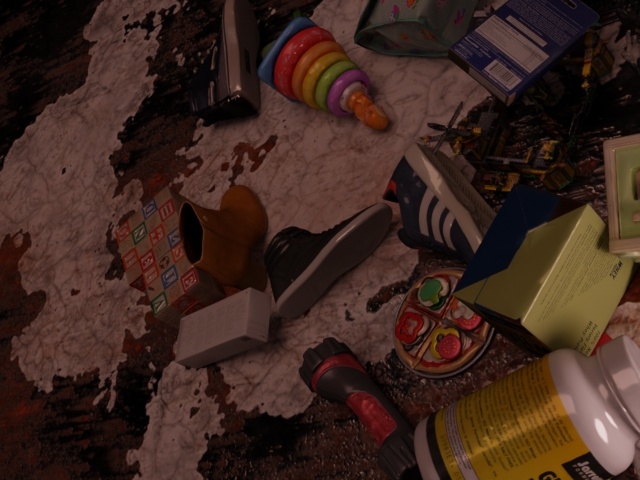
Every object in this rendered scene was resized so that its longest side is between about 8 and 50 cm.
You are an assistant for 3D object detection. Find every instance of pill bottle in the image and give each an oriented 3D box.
[{"bbox_3d":[0.315,0.271,1.349,0.334,0.188,0.188,-32,50,21],"label":"pill bottle"}]

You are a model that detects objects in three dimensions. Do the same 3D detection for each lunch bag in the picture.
[{"bbox_3d":[0.185,-0.490,1.909,0.262,0.160,0.223,12,77,54],"label":"lunch bag"}]

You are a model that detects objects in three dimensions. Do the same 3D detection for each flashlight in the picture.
[{"bbox_3d":[0.075,0.289,1.593,0.103,0.103,0.304,-47,45,6],"label":"flashlight"}]

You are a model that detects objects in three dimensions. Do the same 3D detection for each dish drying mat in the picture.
[{"bbox_3d":[0.413,0.178,1.448,0.083,0.008,0.032,-47,45,7],"label":"dish drying mat"}]

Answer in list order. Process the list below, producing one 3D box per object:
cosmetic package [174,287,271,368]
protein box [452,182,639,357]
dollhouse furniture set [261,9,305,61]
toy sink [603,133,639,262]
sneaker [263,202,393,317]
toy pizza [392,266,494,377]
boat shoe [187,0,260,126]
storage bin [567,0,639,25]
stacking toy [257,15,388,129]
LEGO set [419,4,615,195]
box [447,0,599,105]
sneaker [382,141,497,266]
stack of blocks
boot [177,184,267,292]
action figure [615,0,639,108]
[{"bbox_3d":[-0.191,0.175,1.868,0.239,0.060,0.099,-24,53,45],"label":"cosmetic package"},{"bbox_3d":[0.341,0.058,1.433,0.136,0.201,0.200,23,80,47],"label":"protein box"},{"bbox_3d":[-0.089,-0.454,2.174,0.152,0.058,0.076,-30,50,23],"label":"dollhouse furniture set"},{"bbox_3d":[0.504,-0.034,1.363,0.153,0.131,0.234,-8,78,40],"label":"toy sink"},{"bbox_3d":[0.000,0.000,1.813,0.296,0.104,0.147,-44,51,17],"label":"sneaker"},{"bbox_3d":[0.205,0.135,1.623,0.201,0.032,0.201,-19,55,30],"label":"toy pizza"},{"bbox_3d":[-0.235,-0.423,2.224,0.158,0.127,0.340,-17,57,22],"label":"boat shoe"},{"bbox_3d":[0.476,-0.460,1.631,0.122,0.180,0.084,-14,57,27],"label":"storage bin"},{"bbox_3d":[0.034,-0.314,1.951,0.302,0.175,0.166,41,97,33],"label":"stacking toy"},{"bbox_3d":[0.336,-0.256,1.625,0.255,0.192,0.331,21,80,44],"label":"LEGO set"},{"bbox_3d":[0.336,-0.333,1.570,0.225,0.036,0.136,-40,69,-14],"label":"box"},{"bbox_3d":[0.222,-0.010,1.643,0.148,0.131,0.350,-53,45,25],"label":"sneaker"},{"bbox_3d":[-0.330,0.048,2.067,0.171,0.087,0.297,-39,48,16],"label":"stack of blocks"},{"bbox_3d":[-0.204,-0.039,1.927,0.104,0.211,0.295,-31,50,21],"label":"boot"},{"bbox_3d":[0.558,-0.307,1.515,0.164,0.141,0.275,-22,52,14],"label":"action figure"}]
